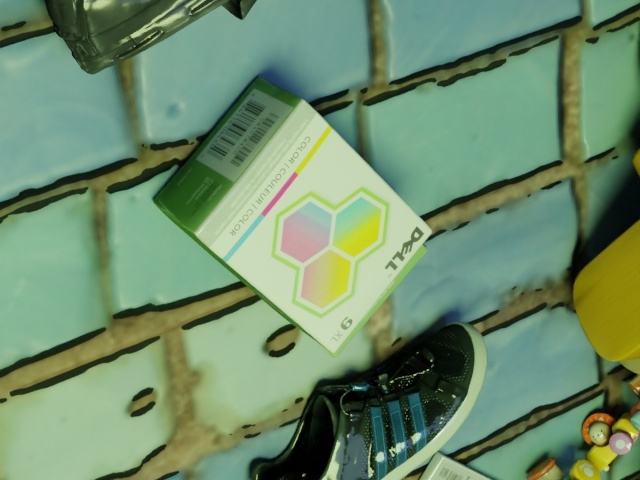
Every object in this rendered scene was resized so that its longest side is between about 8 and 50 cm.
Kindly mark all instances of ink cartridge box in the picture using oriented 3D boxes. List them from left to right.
[{"bbox_3d":[0.000,0.000,0.976,0.109,0.062,0.209,-51,129,-6],"label":"ink cartridge box"}]

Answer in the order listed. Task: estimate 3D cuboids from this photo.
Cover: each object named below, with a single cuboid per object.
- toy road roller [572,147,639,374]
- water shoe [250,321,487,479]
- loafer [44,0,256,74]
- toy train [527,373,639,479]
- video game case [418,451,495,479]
[{"bbox_3d":[0.323,-0.067,1.110,0.202,0.241,0.329,-5,151,-32],"label":"toy road roller"},{"bbox_3d":[0.038,0.128,1.052,0.203,0.073,0.080,-48,126,-7],"label":"water shoe"},{"bbox_3d":[-0.056,-0.170,0.860,0.223,0.076,0.078,-28,129,-15],"label":"loafer"},{"bbox_3d":[0.223,0.164,1.184,0.166,0.046,0.125,-44,168,-9],"label":"toy train"},{"bbox_3d":[0.090,0.234,1.173,0.087,0.011,0.122,31,91,-39],"label":"video game case"}]
